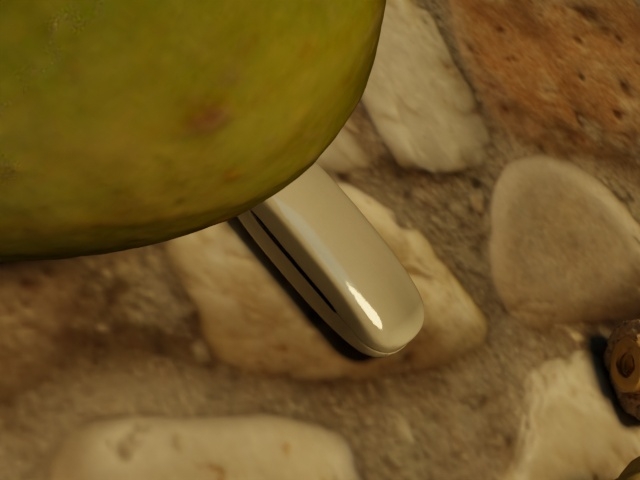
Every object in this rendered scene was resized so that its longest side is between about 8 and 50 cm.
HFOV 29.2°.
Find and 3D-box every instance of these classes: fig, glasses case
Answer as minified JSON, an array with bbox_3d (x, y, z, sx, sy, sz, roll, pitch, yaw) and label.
[{"bbox_3d":[-0.125,-0.107,0.570,0.326,0.258,0.258,-31,82,-36],"label":"fig"},{"bbox_3d":[0.000,0.000,0.746,0.164,0.041,0.063,50,43,1],"label":"glasses case"}]

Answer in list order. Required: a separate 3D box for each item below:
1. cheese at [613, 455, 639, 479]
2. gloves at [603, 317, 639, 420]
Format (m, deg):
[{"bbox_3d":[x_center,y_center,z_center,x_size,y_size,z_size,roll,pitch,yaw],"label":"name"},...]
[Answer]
[{"bbox_3d":[0.243,0.238,0.725,0.214,0.117,0.226,26,50,-16],"label":"cheese"},{"bbox_3d":[0.277,0.092,0.882,0.144,0.094,0.110,-13,57,-37],"label":"gloves"}]
